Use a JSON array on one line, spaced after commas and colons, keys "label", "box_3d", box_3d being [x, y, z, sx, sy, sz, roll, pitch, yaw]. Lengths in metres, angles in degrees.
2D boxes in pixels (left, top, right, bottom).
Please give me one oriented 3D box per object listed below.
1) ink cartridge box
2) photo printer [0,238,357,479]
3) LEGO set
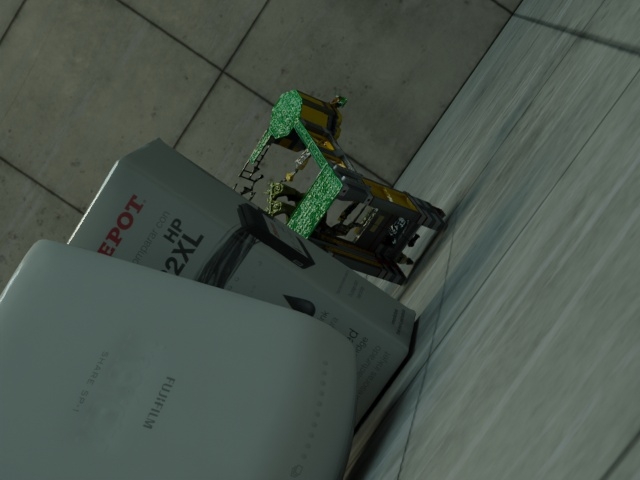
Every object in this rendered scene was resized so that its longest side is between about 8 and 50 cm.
[{"label": "ink cartridge box", "box_3d": [-0.100, 0.085, 1.129, 0.223, 0.307, 0.129, -56, 1, 14]}, {"label": "photo printer", "box_3d": [-0.133, 0.148, 0.947, 0.107, 0.308, 0.256, 87, -157, -56]}, {"label": "LEGO set", "box_3d": [0.000, 0.000, 1.482, 0.331, 0.192, 0.255, -61, 37, 14]}]
